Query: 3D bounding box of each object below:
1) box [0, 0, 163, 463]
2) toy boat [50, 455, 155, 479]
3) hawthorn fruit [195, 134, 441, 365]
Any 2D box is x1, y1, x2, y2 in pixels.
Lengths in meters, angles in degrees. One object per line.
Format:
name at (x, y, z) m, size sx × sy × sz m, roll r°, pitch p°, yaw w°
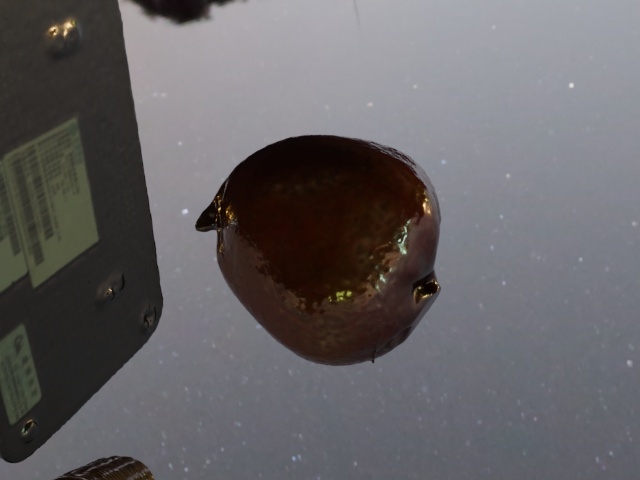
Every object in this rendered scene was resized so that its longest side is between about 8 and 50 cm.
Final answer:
box at (-0.207, -0.033, 0.608) m, size 0.058 × 0.350 × 0.211 m, roll 10°, pitch -148°, yaw 23°
toy boat at (-0.203, 0.260, 0.761) m, size 0.089 × 0.115 × 0.310 m, roll -5°, pitch 171°, yaw 9°
hawthorn fruit at (0.017, -0.003, 1.068) m, size 0.295 × 0.295 × 0.311 m, roll -35°, pitch -106°, yaw -30°
